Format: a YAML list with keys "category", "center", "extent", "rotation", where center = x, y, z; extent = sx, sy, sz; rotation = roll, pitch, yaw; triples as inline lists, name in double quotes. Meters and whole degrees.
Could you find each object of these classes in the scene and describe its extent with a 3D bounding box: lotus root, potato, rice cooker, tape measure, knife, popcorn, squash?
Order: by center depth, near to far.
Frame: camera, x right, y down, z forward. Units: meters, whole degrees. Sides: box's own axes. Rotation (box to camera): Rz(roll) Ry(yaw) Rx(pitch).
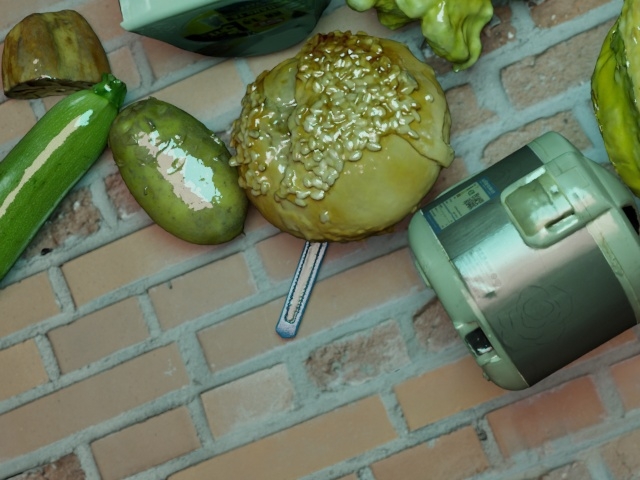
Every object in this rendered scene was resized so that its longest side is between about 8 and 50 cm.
- category: "rice cooker"
  center: [0.276, 0.021, 1.509]
  extent: [0.277, 0.288, 0.288]
  rotation: [-32, 82, 7]
- category: "popcorn"
  center: [0.125, -0.417, 1.559]
  extent: [0.274, 0.335, 0.279]
  rotation: [-28, 40, -28]
- category: "tape measure"
  center: [-0.119, -0.348, 1.603]
  extent: [0.259, 0.262, 0.138]
  rotation: [-12, 78, 21]
- category: "potato"
  center: [-0.197, -0.093, 1.677]
  extent: [0.251, 0.113, 0.149]
  rotation: [44, 84, -1]
- category: "knife"
  center: [0.000, 0.000, 1.680]
  extent: [0.044, 0.026, 0.297]
  rotation: [19, 89, -2]
- category: "squash"
  center: [-0.416, -0.083, 1.712]
  extent: [0.107, 0.107, 0.395]
  rotation: [39, 94, 9]
- category: "lotus root"
  center: [-0.398, -0.269, 1.729]
  extent: [0.159, 0.095, 0.135]
  rotation: [-17, 80, 2]

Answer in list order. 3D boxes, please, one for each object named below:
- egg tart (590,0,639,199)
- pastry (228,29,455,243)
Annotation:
- category: "egg tart"
  center: [0.462, -0.167, 1.492]
  extent: [0.169, 0.388, 0.388]
  rotation: [-19, 82, 41]
- category: "pastry"
  center: [0.014, -0.141, 1.560]
  extent: [0.315, 0.184, 0.284]
  rotation: [-7, 72, 32]
